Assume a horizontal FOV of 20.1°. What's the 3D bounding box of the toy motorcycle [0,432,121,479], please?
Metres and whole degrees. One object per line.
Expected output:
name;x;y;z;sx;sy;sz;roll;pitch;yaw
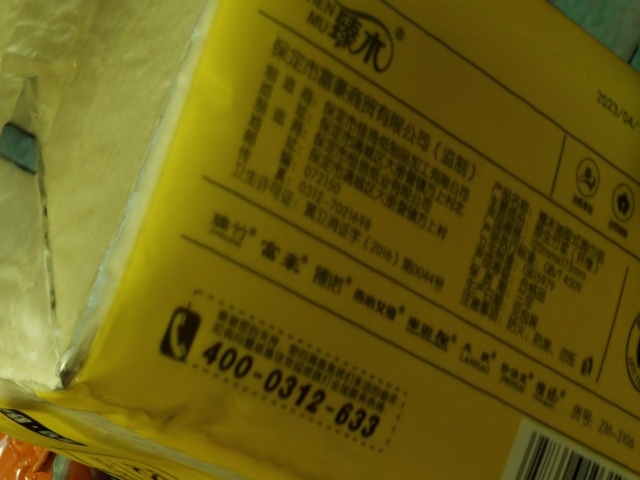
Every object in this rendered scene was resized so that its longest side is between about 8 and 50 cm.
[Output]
toy motorcycle;-0.220;0.122;1.259;0.326;0.148;0.221;-36;68;30

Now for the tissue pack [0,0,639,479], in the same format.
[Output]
tissue pack;0.000;0.000;0.898;0.228;0.382;0.293;5;72;46
